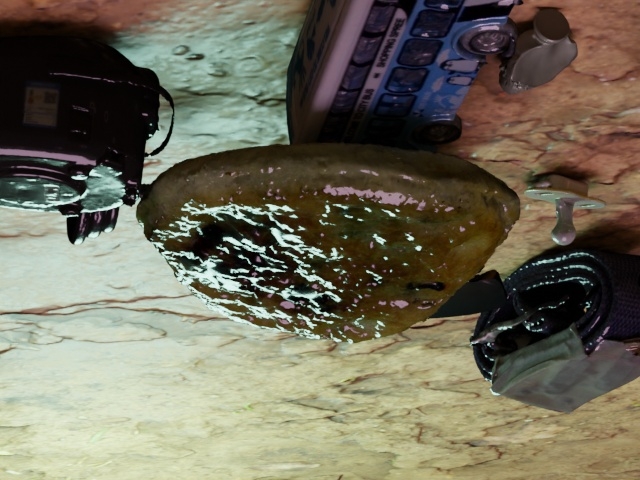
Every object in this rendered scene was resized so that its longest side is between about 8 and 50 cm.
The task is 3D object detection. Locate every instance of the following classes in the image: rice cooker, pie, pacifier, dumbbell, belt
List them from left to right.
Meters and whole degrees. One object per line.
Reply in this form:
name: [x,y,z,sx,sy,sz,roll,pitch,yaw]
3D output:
dumbbell: [-0.242,-0.047,1.530,0.208,0.099,0.099,3,155,-14]
rice cooker: [-0.216,-0.089,1.416,0.203,0.118,0.142,3,155,-8]
pie: [0.000,0.000,1.463,0.323,0.071,0.323,1,156,0]
pacifier: [0.226,-0.027,1.706,0.083,0.064,0.068,14,168,-35]
belt: [0.254,0.087,1.872,0.126,0.140,0.230,11,154,-33]

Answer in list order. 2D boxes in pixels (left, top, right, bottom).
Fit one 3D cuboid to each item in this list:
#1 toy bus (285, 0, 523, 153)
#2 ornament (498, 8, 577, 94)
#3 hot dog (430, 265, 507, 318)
toy bus: [0.061,-0.158,1.335,0.131,0.106,0.297,3,153,-12]
ornament: [0.173,-0.147,1.454,0.068,0.041,0.092,-12,157,-49]
hot dog: [0.054,-0.041,1.588,0.194,0.107,0.326,-7,153,16]
